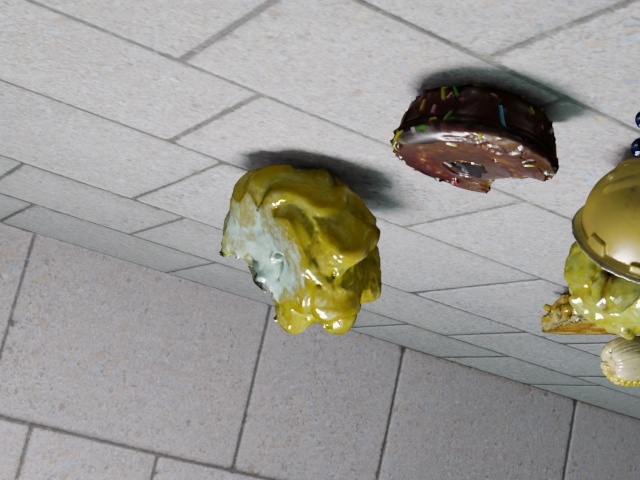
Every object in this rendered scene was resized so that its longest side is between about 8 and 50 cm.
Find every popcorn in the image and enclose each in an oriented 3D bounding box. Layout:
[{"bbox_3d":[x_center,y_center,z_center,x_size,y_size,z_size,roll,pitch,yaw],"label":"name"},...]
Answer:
[{"bbox_3d":[0.541,0.069,1.862,0.256,0.195,0.255,29,170,24],"label":"popcorn"}]

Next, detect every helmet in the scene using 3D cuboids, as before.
[{"bbox_3d":[0.488,-0.043,1.525,0.257,0.205,0.140,18,133,20],"label":"helmet"}]

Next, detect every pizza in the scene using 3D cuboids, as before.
[{"bbox_3d":[0.640,0.160,2.379,0.268,0.087,0.258,4,171,-8],"label":"pizza"}]

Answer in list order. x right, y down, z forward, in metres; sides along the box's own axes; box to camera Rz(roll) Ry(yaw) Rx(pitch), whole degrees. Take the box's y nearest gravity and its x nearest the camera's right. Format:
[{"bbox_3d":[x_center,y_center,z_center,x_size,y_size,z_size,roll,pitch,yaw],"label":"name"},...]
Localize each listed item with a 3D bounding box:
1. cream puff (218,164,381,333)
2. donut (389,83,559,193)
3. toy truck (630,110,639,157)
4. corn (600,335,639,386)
[{"bbox_3d":[-0.002,-0.009,1.988,0.270,0.323,0.274,-25,163,-43],"label":"cream puff"},{"bbox_3d":[0.209,-0.143,1.503,0.216,0.096,0.230,19,166,-17],"label":"donut"},{"bbox_3d":[0.431,-0.105,1.361,0.074,0.136,0.063,19,167,-24],"label":"toy truck"},{"bbox_3d":[0.778,0.258,2.466,0.305,0.122,0.123,-5,145,-23],"label":"corn"}]
